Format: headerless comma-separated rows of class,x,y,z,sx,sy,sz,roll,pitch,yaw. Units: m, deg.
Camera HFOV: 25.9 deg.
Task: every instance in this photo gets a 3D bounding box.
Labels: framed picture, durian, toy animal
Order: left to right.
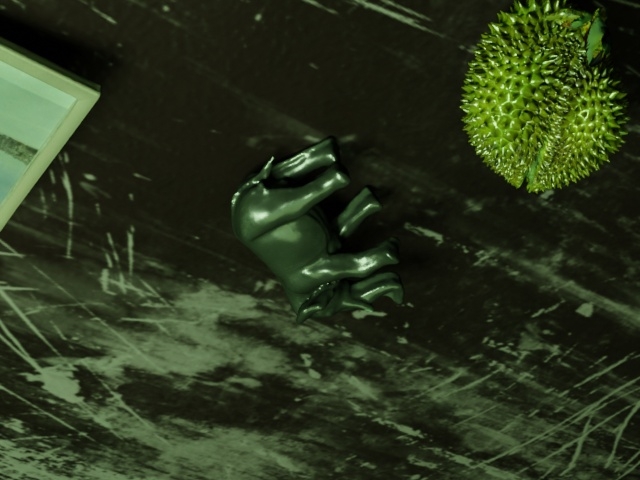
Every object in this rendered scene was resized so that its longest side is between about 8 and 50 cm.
framed picture,-0.372,-0.128,1.234,0.289,0.016,0.213,26,127,-24
toy animal,0.000,-0.002,1.467,0.146,0.114,0.245,-31,116,11
durian,0.207,-0.142,1.323,0.159,0.146,0.198,-17,127,9
